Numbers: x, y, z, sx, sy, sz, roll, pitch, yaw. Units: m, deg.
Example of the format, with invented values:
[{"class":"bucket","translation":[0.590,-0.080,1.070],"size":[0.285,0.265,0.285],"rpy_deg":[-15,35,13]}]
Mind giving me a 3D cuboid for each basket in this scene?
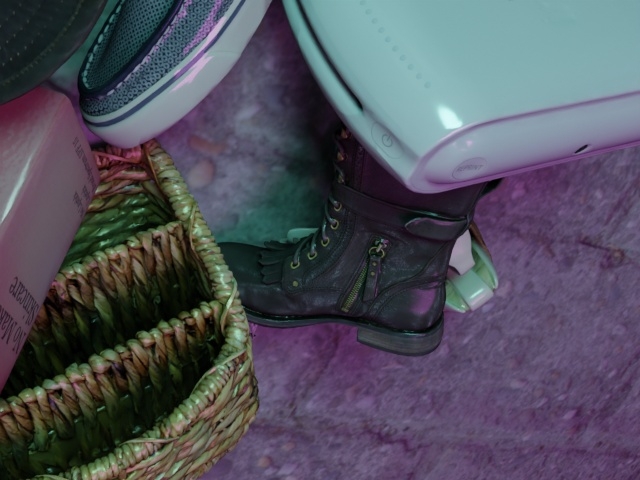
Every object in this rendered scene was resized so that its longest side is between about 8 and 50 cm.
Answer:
[{"class":"basket","translation":[-0.207,0.095,0.811],"size":[0.299,0.213,0.223],"rpy_deg":[-23,138,-20]}]

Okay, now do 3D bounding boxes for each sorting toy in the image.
[{"class":"sorting toy","translation":[0.000,0.000,1.005],"size":[0.075,0.044,0.083],"rpy_deg":[6,169,-12]}]

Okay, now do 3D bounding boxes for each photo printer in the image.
[{"class":"photo printer","translation":[0.126,-0.170,0.806],"size":[0.308,0.256,0.107],"rpy_deg":[-13,153,-28]}]

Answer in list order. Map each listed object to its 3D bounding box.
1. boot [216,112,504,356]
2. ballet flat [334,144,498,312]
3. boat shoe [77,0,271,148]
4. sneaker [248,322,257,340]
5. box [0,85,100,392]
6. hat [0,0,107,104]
[{"class":"boot","translation":[0.019,-0.023,0.893],"size":[0.263,0.091,0.229],"rpy_deg":[13,129,8]},{"class":"ballet flat","translation":[0.121,0.003,1.056],"size":[0.116,0.124,0.342],"rpy_deg":[-38,141,-4]},{"class":"boat shoe","translation":[-0.092,-0.234,0.689],"size":[0.158,0.127,0.340],"rpy_deg":[34,94,-43]},{"class":"sneaker","translation":[-0.080,0.076,1.044],"size":[0.037,0.032,0.083],"rpy_deg":[-29,146,-34]},{"class":"box","translation":[-0.251,0.013,0.655],"size":[0.148,0.127,0.232],"rpy_deg":[101,9,-72]},{"class":"hat","translation":[-0.204,-0.242,0.533],"size":[0.134,0.331,0.331],"rpy_deg":[-53,161,-53]}]
